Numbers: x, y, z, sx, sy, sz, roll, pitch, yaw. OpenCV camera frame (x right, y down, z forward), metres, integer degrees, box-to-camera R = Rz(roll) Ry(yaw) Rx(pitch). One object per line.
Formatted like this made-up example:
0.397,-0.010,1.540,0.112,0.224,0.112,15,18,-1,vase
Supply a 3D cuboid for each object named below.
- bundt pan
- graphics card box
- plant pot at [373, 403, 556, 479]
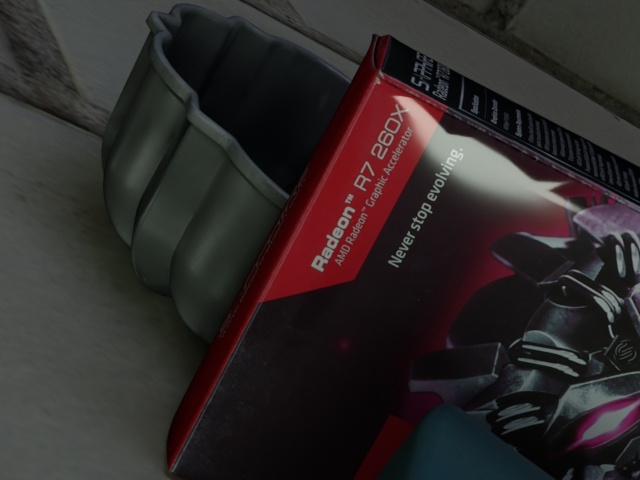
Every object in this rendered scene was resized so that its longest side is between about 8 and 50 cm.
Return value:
0.000,0.000,1.020,0.331,0.124,0.331,34,18,-12,bundt pan
0.137,0.087,0.811,0.371,0.232,0.094,27,18,-4,graphics card box
0.060,0.171,0.667,0.165,0.165,0.234,37,12,-1,plant pot
